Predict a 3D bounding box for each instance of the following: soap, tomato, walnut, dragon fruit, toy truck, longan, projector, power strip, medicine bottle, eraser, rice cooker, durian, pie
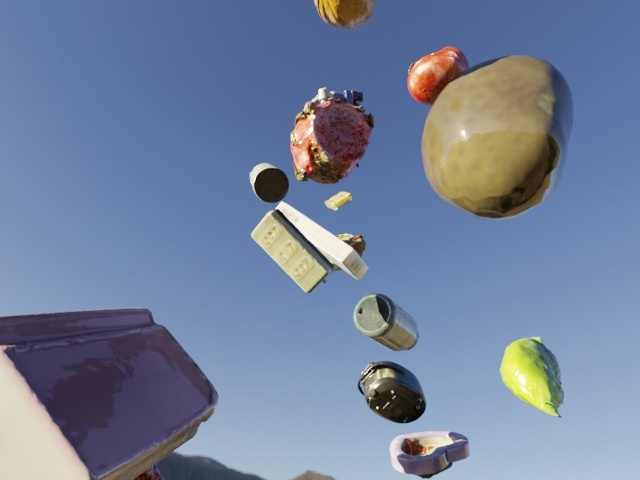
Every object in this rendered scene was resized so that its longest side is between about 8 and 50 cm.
[{"bbox_3d":[0.077,-0.172,2.003,0.092,0.252,0.037,-33,-81,-2],"label":"soap"},{"bbox_3d":[0.356,-0.491,1.394,0.187,0.151,0.187,-23,-4,-2],"label":"tomato"},{"bbox_3d":[0.055,-0.548,1.037,0.144,0.144,0.180,-15,-1,27],"label":"walnut"},{"bbox_3d":[0.032,-0.278,1.219,0.211,0.282,0.147,41,-20,-1],"label":"dragon fruit"},{"bbox_3d":[0.031,-0.377,1.440,0.177,0.161,0.213,5,-14,-26],"label":"toy truck"},{"bbox_3d":[0.416,-0.238,1.105,0.336,0.405,0.404,23,-37,-13],"label":"longan"},{"bbox_3d":[-0.169,-0.188,1.476,0.108,0.108,0.337,13,9,-12],"label":"projector"},{"bbox_3d":[-0.077,0.033,1.328,0.256,0.070,0.105,44,-60,4],"label":"power strip"},{"bbox_3d":[0.229,0.281,1.518,0.141,0.141,0.293,-14,-31,26],"label":"medicine bottle"},{"bbox_3d":[-0.337,0.234,0.726,0.122,0.272,0.359,-49,-15,6],"label":"eraser"},{"bbox_3d":[0.168,0.353,1.076,0.165,0.106,0.112,29,-71,-20],"label":"rice cooker"},{"bbox_3d":[0.502,0.310,1.094,0.139,0.250,0.101,12,-69,20],"label":"durian"},{"bbox_3d":[0.045,0.065,1.883,0.105,0.274,0.257,59,-15,-16],"label":"pie"}]

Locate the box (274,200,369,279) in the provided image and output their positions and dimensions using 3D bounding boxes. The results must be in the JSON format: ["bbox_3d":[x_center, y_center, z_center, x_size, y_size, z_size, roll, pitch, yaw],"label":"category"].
[{"bbox_3d":[0.000,0.000,1.627,0.343,0.065,0.200,35,-6,30],"label":"box"}]

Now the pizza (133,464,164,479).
[{"bbox_3d":[-0.449,0.606,1.156,0.053,0.193,0.201,-31,-35,24],"label":"pizza"}]

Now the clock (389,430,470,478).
[{"bbox_3d":[0.243,0.503,1.085,0.198,0.064,0.172,-2,-8,-36],"label":"clock"}]
